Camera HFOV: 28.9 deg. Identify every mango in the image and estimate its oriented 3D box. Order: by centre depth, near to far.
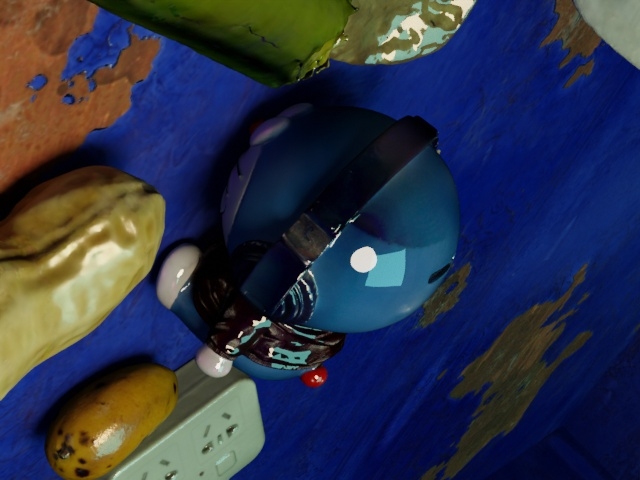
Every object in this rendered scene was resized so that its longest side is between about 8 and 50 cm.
[{"bbox_3d":[-0.225,0.194,1.369,0.178,0.090,0.115,-34,168,-32],"label":"mango"}]

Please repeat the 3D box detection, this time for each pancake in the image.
[{"bbox_3d":[0.069,-0.256,1.134,0.241,0.050,0.242,-25,144,-20],"label":"pancake"}]

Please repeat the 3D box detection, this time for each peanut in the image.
[{"bbox_3d":[-0.250,0.043,0.997,0.305,0.147,0.147,-33,156,-34],"label":"peanut"}]

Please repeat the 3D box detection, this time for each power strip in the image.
[{"bbox_3d":[-0.191,0.277,1.567,0.229,0.141,0.261,-34,142,-25],"label":"power strip"}]

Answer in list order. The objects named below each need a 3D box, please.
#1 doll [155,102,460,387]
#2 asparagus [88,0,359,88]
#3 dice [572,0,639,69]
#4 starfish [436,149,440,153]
[{"bbox_3d":[0.000,0.000,1.235,0.284,0.240,0.310,-40,168,-51],"label":"doll"},{"bbox_3d":[-0.054,-0.182,0.930,0.382,0.128,0.108,16,77,-62],"label":"asparagus"},{"bbox_3d":[0.454,-0.327,1.376,0.268,0.265,0.263,-22,150,-44],"label":"dice"},{"bbox_3d":[0.034,0.029,1.553,0.358,0.078,0.347,-49,155,12],"label":"starfish"}]
